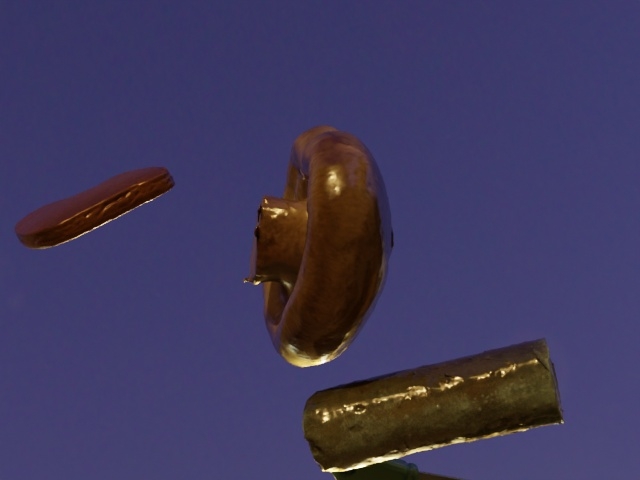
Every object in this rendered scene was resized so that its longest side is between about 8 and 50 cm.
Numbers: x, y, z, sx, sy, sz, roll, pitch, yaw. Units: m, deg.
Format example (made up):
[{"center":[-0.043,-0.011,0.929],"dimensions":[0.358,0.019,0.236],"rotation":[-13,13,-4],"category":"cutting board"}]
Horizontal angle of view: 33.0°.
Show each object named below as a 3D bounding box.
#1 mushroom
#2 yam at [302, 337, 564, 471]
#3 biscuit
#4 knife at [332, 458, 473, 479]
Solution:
[{"center":[0.000,0.000,1.132],"dimensions":[0.146,0.278,0.278],"rotation":[8,-45,-9],"category":"mushroom"},{"center":[0.113,0.166,1.079],"dimensions":[0.259,0.093,0.093],"rotation":[-14,-42,5],"category":"yam"},{"center":[-0.290,-0.047,1.352],"dimensions":[0.192,0.186,0.036],"rotation":[-28,-75,-20],"category":"biscuit"},{"center":[0.137,0.312,1.361],"dimensions":[0.260,0.034,0.063],"rotation":[16,-73,-6],"category":"knife"}]
